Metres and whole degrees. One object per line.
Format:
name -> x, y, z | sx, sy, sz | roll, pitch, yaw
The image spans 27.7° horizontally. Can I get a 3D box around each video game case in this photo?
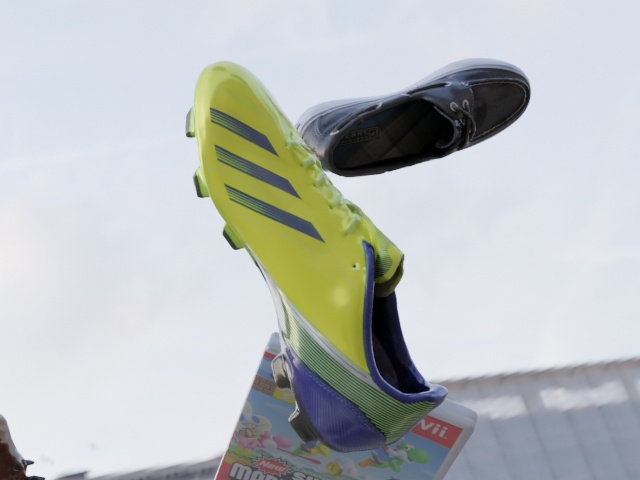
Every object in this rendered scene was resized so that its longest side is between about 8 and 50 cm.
video game case -> 0.012, 0.216, 1.273 | 0.204, 0.025, 0.285 | 22, -44, 0

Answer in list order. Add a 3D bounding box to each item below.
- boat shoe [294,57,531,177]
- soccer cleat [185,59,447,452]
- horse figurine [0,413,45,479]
boat shoe -> 0.090, -0.100, 1.102 | 0.228, 0.076, 0.080 | -12, -65, -22
soccer cleat -> 0.001, 0.000, 0.885 | 0.121, 0.289, 0.093 | -27, -9, 32
horse figurine -> -0.256, 0.140, 0.592 | 0.263, 0.066, 0.174 | -49, -35, -33
